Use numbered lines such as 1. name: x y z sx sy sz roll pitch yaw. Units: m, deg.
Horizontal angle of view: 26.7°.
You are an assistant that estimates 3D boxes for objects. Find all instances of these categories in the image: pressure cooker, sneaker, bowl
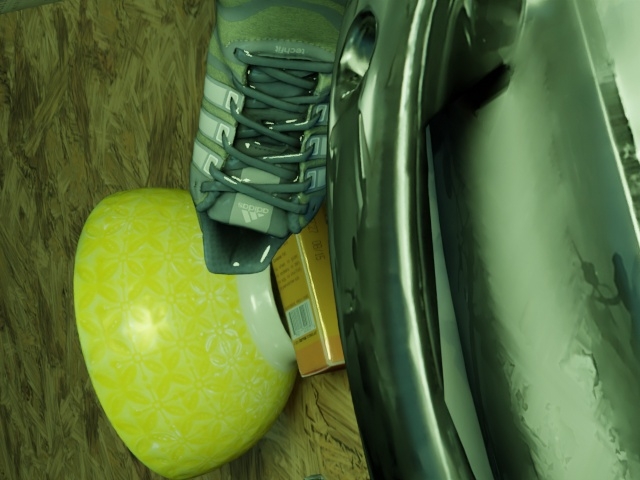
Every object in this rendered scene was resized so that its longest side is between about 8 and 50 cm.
1. pressure cooker: 0.201 0.019 0.457 0.370 0.420 0.375 50 141 44
2. sneaker: -0.021 -0.070 0.770 0.300 0.111 0.121 104 176 -66
3. bowl: -0.093 0.072 1.292 0.156 0.289 0.289 -16 82 21

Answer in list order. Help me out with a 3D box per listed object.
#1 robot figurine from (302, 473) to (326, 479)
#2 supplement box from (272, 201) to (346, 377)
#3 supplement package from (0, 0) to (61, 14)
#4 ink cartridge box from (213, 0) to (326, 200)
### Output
1. robot figurine: 0.044 0.354 1.234 0.211 0.085 0.291 24 120 58
2. supplement box: 0.000 0.000 1.213 0.080 0.078 0.233 150 109 -65
3. supplement package: -0.078 -0.258 0.702 0.199 0.263 0.198 -21 87 69
4. ink cartridge box: 0.025 -0.153 0.985 0.088 0.193 0.234 -160 65 -65
